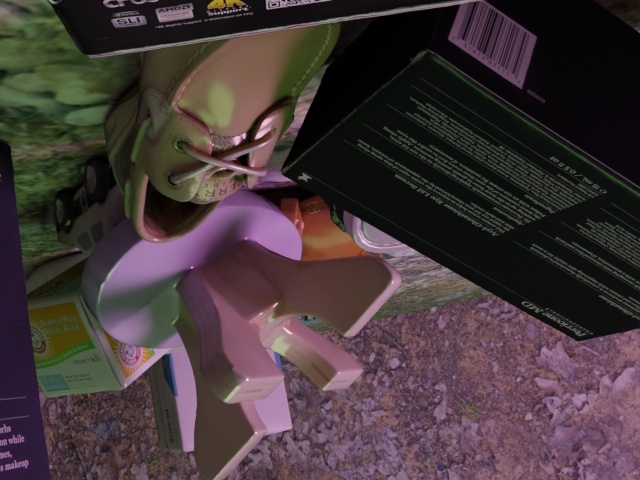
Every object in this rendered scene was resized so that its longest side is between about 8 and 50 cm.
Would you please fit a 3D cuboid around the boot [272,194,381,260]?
[{"bbox_3d":[-0.021,0.023,0.964,0.220,0.108,0.283,-4,161,-19],"label":"boot"}]

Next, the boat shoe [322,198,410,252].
[{"bbox_3d":[0.140,-0.060,0.789,0.303,0.091,0.114,-3,123,-31],"label":"boat shoe"}]

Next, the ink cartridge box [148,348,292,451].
[{"bbox_3d":[-0.199,0.274,1.480,0.197,0.198,0.270,-7,169,-21],"label":"ink cartridge box"}]

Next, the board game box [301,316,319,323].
[{"bbox_3d":[-0.145,0.127,1.511,0.336,0.079,0.254,-10,169,-4],"label":"board game box"}]

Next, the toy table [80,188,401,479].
[{"bbox_3d":[-0.067,0.074,0.715,0.252,0.161,0.274,-54,156,22],"label":"toy table"}]

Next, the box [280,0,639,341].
[{"bbox_3d":[0.135,-0.045,0.498,0.261,0.103,0.184,29,153,-16],"label":"box"}]

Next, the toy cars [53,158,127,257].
[{"bbox_3d":[-0.270,0.008,0.741,0.394,0.087,0.176,-13,169,13],"label":"toy cars"}]

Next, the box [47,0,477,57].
[{"bbox_3d":[0.055,-0.158,0.221,0.322,0.079,0.257,-10,168,-3],"label":"box"}]

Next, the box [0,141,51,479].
[{"bbox_3d":[-0.332,0.076,0.434,0.179,0.312,0.343,-13,168,16],"label":"box"}]

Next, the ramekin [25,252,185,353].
[{"bbox_3d":[-0.271,0.092,1.077,0.273,0.127,0.273,-10,169,-2],"label":"ramekin"}]

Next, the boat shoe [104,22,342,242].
[{"bbox_3d":[-0.064,-0.072,0.490,0.109,0.098,0.302,-5,168,-29],"label":"boat shoe"}]

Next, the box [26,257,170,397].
[{"bbox_3d":[-0.202,0.064,0.832,0.114,0.103,0.203,-12,-163,30],"label":"box"}]
